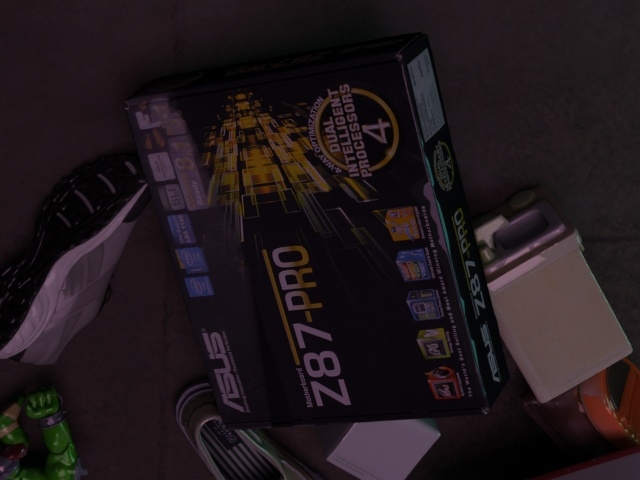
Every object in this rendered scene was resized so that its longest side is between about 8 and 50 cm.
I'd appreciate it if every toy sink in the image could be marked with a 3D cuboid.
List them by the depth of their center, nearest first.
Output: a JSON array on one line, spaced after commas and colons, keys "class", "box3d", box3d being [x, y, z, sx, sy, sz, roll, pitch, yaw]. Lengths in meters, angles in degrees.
[{"class": "toy sink", "box3d": [0.233, 0.033, 1.808, 0.131, 0.153, 0.234, -31, 113, 3]}]

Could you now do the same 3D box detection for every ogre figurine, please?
[{"class": "ogre figurine", "box3d": [-0.353, 0.257, 1.827, 0.197, 0.097, 0.118, -38, 103, -6]}]

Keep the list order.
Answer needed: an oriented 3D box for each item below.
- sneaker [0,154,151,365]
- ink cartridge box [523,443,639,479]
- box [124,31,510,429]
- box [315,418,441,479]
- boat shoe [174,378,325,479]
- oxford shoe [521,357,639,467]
[{"class": "sneaker", "box3d": [-0.263, 0.022, 1.755, 0.108, 0.100, 0.271, 29, 103, -45]}, {"class": "ink cartridge box", "box3d": [0.317, 0.440, 1.907, 0.279, 0.160, 0.384, -20, 135, 10]}, {"class": "box", "box3d": [0.000, 0.000, 1.692, 0.318, 0.097, 0.394, -5, 111, 26]}, {"class": "box", "box3d": [0.066, 0.221, 1.891, 0.101, 0.087, 0.102, 32, 103, -20]}, {"class": "boat shoe", "box3d": [-0.068, 0.292, 1.892, 0.109, 0.094, 0.302, -38, 114, 7]}, {"class": "oxford shoe", "box3d": [0.377, 0.266, 1.971, 0.133, 0.130, 0.363, -18, 127, 34]}]
